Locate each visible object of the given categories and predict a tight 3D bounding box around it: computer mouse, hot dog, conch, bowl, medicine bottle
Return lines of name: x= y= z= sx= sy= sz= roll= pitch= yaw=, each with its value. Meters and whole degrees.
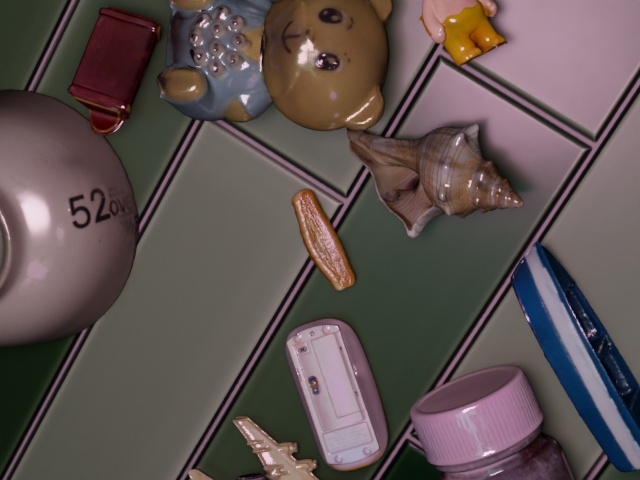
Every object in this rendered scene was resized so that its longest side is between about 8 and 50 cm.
computer mouse: x=0.021 y=0.198 z=1.523 sx=0.102 sy=0.045 sz=0.199 roll=-20 pitch=91 yaw=15
hot dog: x=0.000 y=0.000 z=1.499 sx=0.044 sy=0.028 sz=0.137 roll=-29 pitch=96 yaw=-8
conch: x=0.143 y=-0.071 z=1.415 sx=0.234 sy=0.114 sz=0.137 roll=3 pitch=92 yaw=50
bowl: x=-0.433 y=-0.014 z=1.526 sx=0.354 sy=0.185 sz=0.353 roll=3 pitch=101 yaw=14
medicine bottle: x=0.227 y=0.303 z=1.431 sx=0.165 sy=0.165 sz=0.273 roll=-21 pitch=94 yaw=17

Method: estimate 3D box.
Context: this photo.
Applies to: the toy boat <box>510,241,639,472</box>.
toy boat: x=0.316 y=0.140 z=1.414 sx=0.062 sy=0.096 sz=0.299 roll=-30 pitch=90 yaw=27

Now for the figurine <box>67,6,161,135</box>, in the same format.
figurine: x=-0.255 y=-0.205 z=1.485 sx=0.082 sy=0.098 sz=0.154 roll=19 pitch=85 yaw=7

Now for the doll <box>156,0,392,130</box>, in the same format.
doll: x=-0.045 y=-0.219 z=1.397 sx=0.261 sy=0.161 sz=0.177 roll=2 pitch=80 yaw=16

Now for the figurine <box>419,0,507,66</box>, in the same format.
figurine: x=0.127 y=-0.321 z=1.355 sx=0.156 sy=0.131 sz=0.246 roll=-26 pitch=93 yaw=-17

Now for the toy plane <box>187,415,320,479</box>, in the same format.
toy plane: x=-0.050 y=0.348 z=1.551 sx=0.256 sy=0.104 sz=0.241 roll=-10 pitch=83 yaw=23
